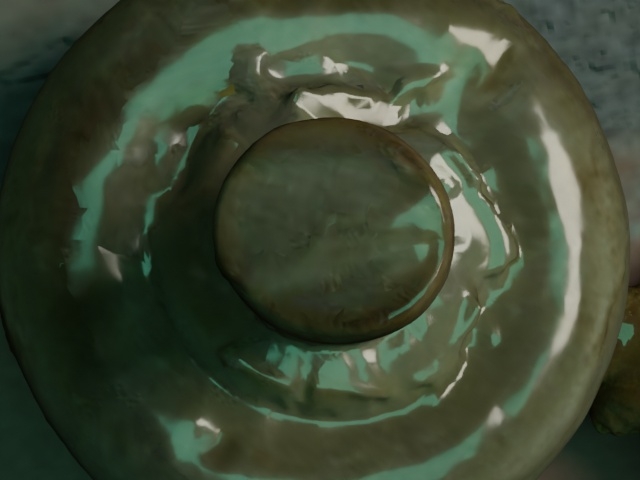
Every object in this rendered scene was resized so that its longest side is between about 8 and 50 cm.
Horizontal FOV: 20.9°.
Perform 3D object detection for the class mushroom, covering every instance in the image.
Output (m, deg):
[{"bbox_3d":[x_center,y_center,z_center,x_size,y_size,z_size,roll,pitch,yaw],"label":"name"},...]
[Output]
[{"bbox_3d":[0.000,0.000,0.532,0.207,0.215,0.207,0,85,-3],"label":"mushroom"}]

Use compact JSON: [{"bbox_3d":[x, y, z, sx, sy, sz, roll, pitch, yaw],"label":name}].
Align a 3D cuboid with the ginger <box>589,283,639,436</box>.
[{"bbox_3d":[0.126,0.055,0.650,0.165,0.067,0.096,-17,98,1],"label":"ginger"}]
